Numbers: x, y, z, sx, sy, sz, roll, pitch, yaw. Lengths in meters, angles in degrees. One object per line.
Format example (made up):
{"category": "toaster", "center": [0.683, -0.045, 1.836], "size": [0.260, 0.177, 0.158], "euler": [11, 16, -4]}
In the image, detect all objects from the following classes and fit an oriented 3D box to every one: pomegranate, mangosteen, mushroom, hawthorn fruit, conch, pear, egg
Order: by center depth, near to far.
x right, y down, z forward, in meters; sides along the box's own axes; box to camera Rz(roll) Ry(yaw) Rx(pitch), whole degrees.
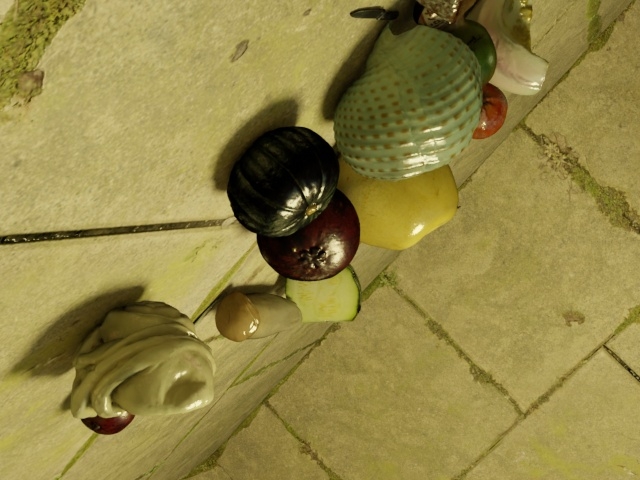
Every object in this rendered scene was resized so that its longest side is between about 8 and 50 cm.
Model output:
{"category": "conch", "center": [0.176, -0.241, 1.415], "size": [0.303, 0.215, 0.319], "euler": [-4, 149, 0]}
{"category": "pomegranate", "center": [0.274, -0.401, 1.512], "size": [0.180, 0.180, 0.209], "euler": [-38, 127, -27]}
{"category": "mangosteen", "center": [-0.030, -0.042, 1.626], "size": [0.235, 0.236, 0.261], "euler": [-53, -153, 32]}
{"category": "pomegranate", "center": [-0.463, 0.361, 1.636], "size": [0.159, 0.129, 0.129], "euler": [-37, 165, -32]}
{"category": "egg", "center": [0.401, -0.449, 1.636], "size": [0.206, 0.162, 0.270], "euler": [91, 0, -79]}
{"category": "pear", "center": [0.172, -0.121, 1.749], "size": [0.309, 0.309, 0.309], "euler": [-42, 167, -12]}
{"category": "mushroom", "center": [-0.181, 0.211, 2.032], "size": [0.407, 0.154, 0.137], "euler": [24, 72, -72]}
{"category": "hawthorn fruit", "center": [0.465, -0.376, 2.142], "size": [0.173, 0.173, 0.173], "euler": [-42, 167, -12]}

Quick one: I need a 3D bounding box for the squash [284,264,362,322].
{"category": "squash", "center": [0.010, 0.138, 2.197], "size": [0.234, 0.210, 0.309], "euler": [-1, 171, 2]}

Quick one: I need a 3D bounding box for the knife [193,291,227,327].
{"category": "knife", "center": [-0.343, 0.242, 1.887], "size": [0.298, 0.017, 0.047], "euler": [-50, 167, 4]}

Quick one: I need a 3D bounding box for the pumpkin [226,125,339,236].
{"category": "pumpkin", "center": [-0.068, -0.105, 1.332], "size": [0.220, 0.162, 0.220], "euler": [-41, 162, -17]}

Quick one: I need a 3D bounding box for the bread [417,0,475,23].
{"category": "bread", "center": [0.180, -0.472, 0.940], "size": [0.113, 0.165, 0.416], "euler": [-42, 166, -18]}

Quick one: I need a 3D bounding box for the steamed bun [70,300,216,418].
{"category": "steamed bun", "center": [-0.336, 0.219, 1.392], "size": [0.268, 0.207, 0.280], "euler": [-3, 179, -9]}

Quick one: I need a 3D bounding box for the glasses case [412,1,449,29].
{"category": "glasses case", "center": [0.287, -0.517, 1.318], "size": [0.321, 0.082, 0.122], "euler": [-50, 168, 22]}

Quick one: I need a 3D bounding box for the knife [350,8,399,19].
{"category": "knife", "center": [0.097, -0.395, 1.270], "size": [0.170, 0.010, 0.023], "euler": [-25, 157, -53]}
